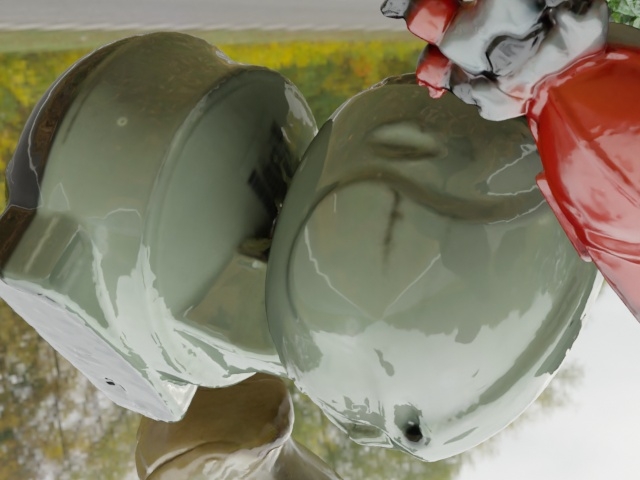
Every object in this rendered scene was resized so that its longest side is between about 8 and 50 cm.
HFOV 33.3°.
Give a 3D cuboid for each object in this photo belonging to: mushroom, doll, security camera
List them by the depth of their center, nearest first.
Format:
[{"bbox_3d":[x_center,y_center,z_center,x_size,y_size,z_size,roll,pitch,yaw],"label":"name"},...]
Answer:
[{"bbox_3d":[0.096,-0.034,0.336,0.109,0.169,0.057,-43,-161,42],"label":"doll"},{"bbox_3d":[0.000,0.000,0.539,0.277,0.197,0.191,11,-119,29],"label":"security camera"},{"bbox_3d":[-0.007,0.255,0.844,0.137,0.407,0.154,11,-135,42],"label":"mushroom"}]

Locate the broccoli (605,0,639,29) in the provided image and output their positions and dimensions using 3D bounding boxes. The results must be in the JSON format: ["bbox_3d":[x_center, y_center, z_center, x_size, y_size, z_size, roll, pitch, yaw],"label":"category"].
[{"bbox_3d":[0.339,-0.218,0.626,0.413,0.321,0.310,-29,140,31],"label":"broccoli"}]
